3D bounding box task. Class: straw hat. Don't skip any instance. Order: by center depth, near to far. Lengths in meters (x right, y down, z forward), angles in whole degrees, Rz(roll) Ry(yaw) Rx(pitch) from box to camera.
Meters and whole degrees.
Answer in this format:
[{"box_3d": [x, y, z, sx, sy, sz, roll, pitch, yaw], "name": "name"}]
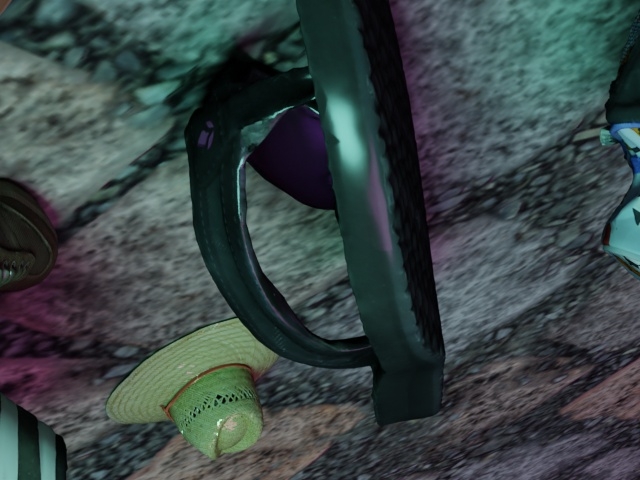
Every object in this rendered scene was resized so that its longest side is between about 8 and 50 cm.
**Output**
[{"box_3d": [-0.069, 0.112, 1.076, 0.144, 0.061, 0.144, -23, 157, -10], "name": "straw hat"}]

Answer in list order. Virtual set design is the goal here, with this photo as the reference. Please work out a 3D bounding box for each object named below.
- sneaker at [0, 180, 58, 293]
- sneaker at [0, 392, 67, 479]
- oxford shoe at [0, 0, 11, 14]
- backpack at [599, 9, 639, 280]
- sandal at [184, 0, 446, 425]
[{"box_3d": [-0.173, 0.008, 0.723, 0.066, 0.071, 0.188, -32, 157, 13], "name": "sneaker"}, {"box_3d": [-0.274, 0.228, 0.730, 0.257, 0.169, 0.447, 34, 108, -20], "name": "sneaker"}, {"box_3d": [-0.246, -0.040, 0.416, 0.348, 0.130, 0.123, -27, 124, -21], "name": "oxford shoe"}, {"box_3d": [0.275, -0.041, 0.850, 0.213, 0.276, 0.263, -64, 167, 11], "name": "backpack"}, {"box_3d": [0.000, 0.003, 0.801, 0.107, 0.167, 0.446, -8, 157, 2], "name": "sandal"}]
